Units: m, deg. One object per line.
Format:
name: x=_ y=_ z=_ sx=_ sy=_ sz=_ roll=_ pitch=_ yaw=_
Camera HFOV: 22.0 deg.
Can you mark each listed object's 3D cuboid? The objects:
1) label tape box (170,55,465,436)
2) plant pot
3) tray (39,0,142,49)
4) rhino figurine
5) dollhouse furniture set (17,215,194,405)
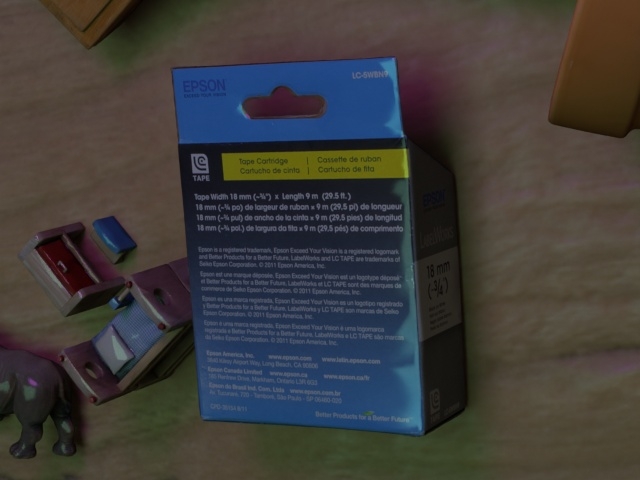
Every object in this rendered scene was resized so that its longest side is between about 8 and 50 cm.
label tape box: x=0.000 y=0.000 z=1.505 sx=0.241 sy=0.106 sz=0.333 roll=1 pitch=99 yaw=29
plant pot: x=0.307 y=-0.200 z=1.217 sx=0.203 sy=0.291 sz=0.291 roll=16 pitch=108 yaw=8
tray: x=-0.165 y=-0.364 z=1.460 sx=0.203 sy=0.076 sz=0.411 roll=45 pitch=133 yaw=-6
rhino figurine: x=-0.362 y=0.149 z=1.754 sx=0.243 sy=0.073 sz=0.106 roll=17 pitch=111 yaw=27
dollhouse furniture set: x=-0.205 y=0.042 z=1.613 sx=0.183 sy=0.129 sz=0.129 roll=50 pitch=118 yaw=12
